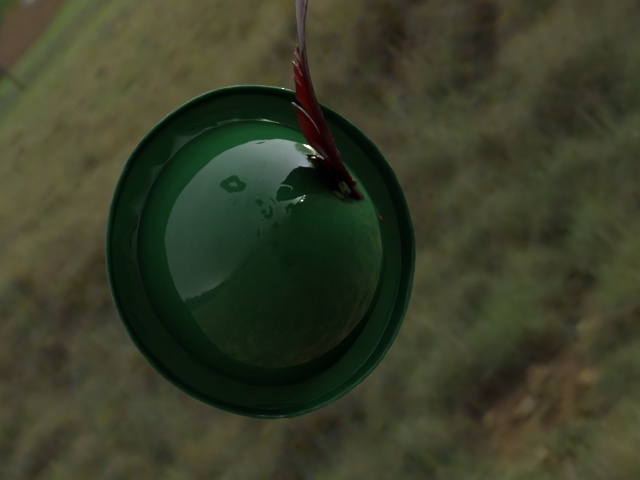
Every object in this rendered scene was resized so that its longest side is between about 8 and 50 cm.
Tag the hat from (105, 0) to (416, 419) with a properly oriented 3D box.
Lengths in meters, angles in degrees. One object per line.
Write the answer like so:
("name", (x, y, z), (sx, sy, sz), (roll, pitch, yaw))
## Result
("hat", (0.000, 0.000, 0.917), (0.173, 0.208, 0.183), (-62, 24, -13))
